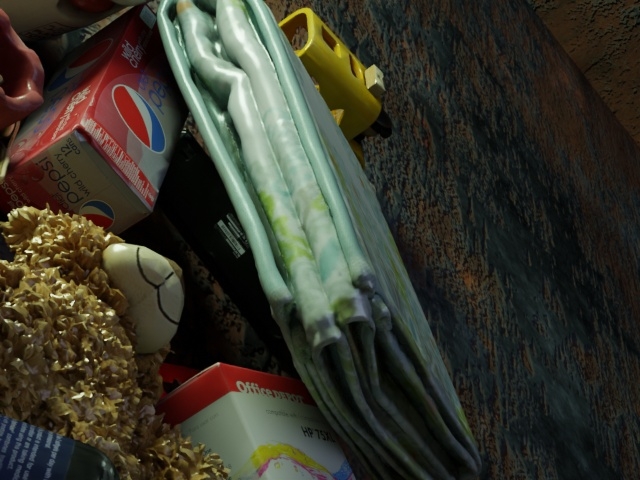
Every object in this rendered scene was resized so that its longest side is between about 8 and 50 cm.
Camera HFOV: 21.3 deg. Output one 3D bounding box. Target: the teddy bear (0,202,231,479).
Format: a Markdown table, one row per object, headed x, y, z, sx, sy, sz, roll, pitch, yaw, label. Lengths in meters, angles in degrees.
| x | y | z | sx | sy | sz | roll | pitch | yaw | label |
| --- | --- | --- | --- | --- | --- | --- | --- | --- | --- |
| -0.155 | 0.084 | 0.986 | 0.245 | 0.113 | 0.338 | 45 | 24 | 10 | teddy bear |

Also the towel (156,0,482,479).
| x | y | z | sx | sy | sz | roll | pitch | yaw | label |
| --- | --- | --- | --- | --- | --- | --- | --- | --- | --- |
| 0.000 | 0.000 | 1.331 | 0.320 | 0.090 | 0.374 | 59 | 9 | -52 | towel |

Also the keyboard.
| x | y | z | sx | sy | sz | roll | pitch | yaw | label |
| --- | --- | --- | --- | --- | --- | --- | --- | --- | --- |
| -0.079 | -0.003 | 1.454 | 0.192 | 0.038 | 0.100 | 54 | 44 | -8 | keyboard |

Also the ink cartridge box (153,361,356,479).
| x | y | z | sx | sy | sz | roll | pitch | yaw | label |
| --- | --- | --- | --- | --- | --- | --- | --- | --- | --- |
| -0.040 | 0.169 | 1.197 | 0.134 | 0.078 | 0.231 | 20 | 40 | -59 | ink cartridge box |

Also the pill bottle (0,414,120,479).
| x | y | z | sx | sy | sz | roll | pitch | yaw | label |
| --- | --- | --- | --- | --- | --- | --- | --- | --- | --- |
| -0.166 | 0.136 | 0.776 | 0.219 | 0.123 | 0.123 | 20 | 29 | -7 | pill bottle |

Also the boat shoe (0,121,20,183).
| x | y | z | sx | sy | sz | roll | pitch | yaw | label |
| --- | --- | --- | --- | --- | --- | --- | --- | --- | --- |
| -0.233 | -0.078 | 1.165 | 0.063 | 0.059 | 0.170 | 41 | 25 | -34 | boat shoe |

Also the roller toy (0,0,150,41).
| x | y | z | sx | sy | sz | roll | pitch | yaw | label |
| --- | --- | --- | --- | --- | --- | --- | --- | --- | --- |
| -0.215 | -0.256 | 1.329 | 0.191 | 0.146 | 0.209 | 57 | 29 | -35 | roller toy |

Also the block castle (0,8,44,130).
| x | y | z | sx | sy | sz | roll | pitch | yaw | label |
| --- | --- | --- | --- | --- | --- | --- | --- | --- | --- |
| -0.315 | -0.101 | 0.798 | 0.303 | 0.213 | 0.453 | 53 | 20 | -10 | block castle |

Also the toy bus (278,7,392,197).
| x | y | z | sx | sy | sz | roll | pitch | yaw | label |
| --- | --- | --- | --- | --- | --- | --- | --- | --- | --- |
| 0.017 | -0.143 | 1.756 | 0.191 | 0.104 | 0.202 | 60 | 21 | 11 | toy bus |

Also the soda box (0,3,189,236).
| x | y | z | sx | sy | sz | roll | pitch | yaw | label |
| --- | --- | --- | --- | --- | --- | --- | --- | --- | --- |
| -0.164 | -0.084 | 1.280 | 0.083 | 0.092 | 0.263 | 52 | 20 | -19 | soda box |
